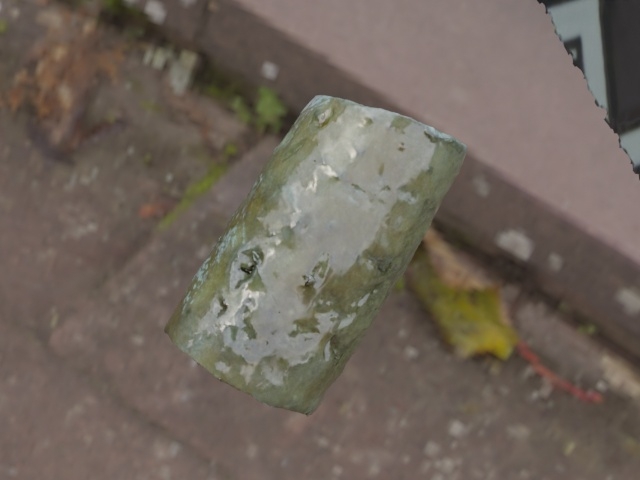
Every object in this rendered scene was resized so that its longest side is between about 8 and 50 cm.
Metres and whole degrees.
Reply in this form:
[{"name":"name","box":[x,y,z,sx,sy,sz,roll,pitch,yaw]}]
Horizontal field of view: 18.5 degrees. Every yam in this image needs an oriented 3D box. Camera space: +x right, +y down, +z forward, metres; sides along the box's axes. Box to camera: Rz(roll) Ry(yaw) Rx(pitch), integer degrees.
[{"name":"yam","box":[0.000,0.000,1.171,0.107,0.194,0.107,31,9,-6]}]

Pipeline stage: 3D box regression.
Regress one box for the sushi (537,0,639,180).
[{"name":"sushi","box":[0.120,-0.134,0.679,0.047,0.220,0.231,5,53,41]}]
